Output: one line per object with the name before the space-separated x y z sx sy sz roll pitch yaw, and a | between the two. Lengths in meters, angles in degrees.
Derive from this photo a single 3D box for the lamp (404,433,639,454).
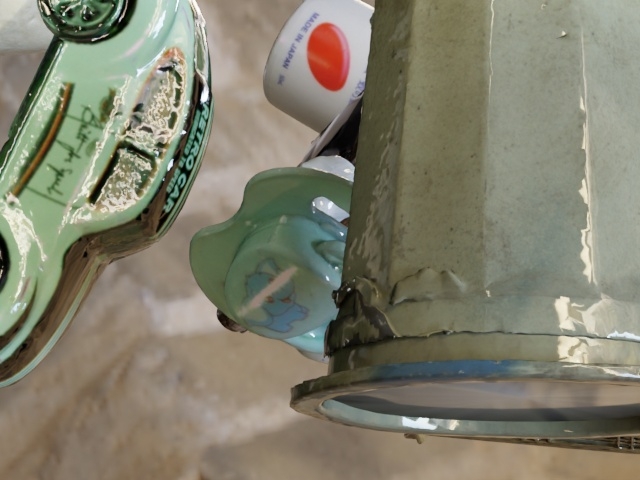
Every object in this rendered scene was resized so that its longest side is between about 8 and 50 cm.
lamp | 0.238 0.149 1.559 0.325 0.089 0.090 3 161 11

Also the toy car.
toy car | -0.144 -0.040 1.035 0.125 0.306 0.136 21 169 3

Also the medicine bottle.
medicine bottle | 0.117 -0.102 1.555 0.341 0.130 0.130 32 -156 20

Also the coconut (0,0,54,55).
coconut | -0.298 -0.260 1.542 0.202 0.222 0.202 -40 -162 16

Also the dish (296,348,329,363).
dish | 0.048 0.015 1.369 0.190 0.191 0.066 -10 142 13

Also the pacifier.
pacifier | 0.000 0.000 0.974 0.150 0.127 0.116 -52 -171 45

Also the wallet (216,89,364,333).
wallet | 0.007 -0.035 1.138 0.230 0.042 0.124 -46 -157 44

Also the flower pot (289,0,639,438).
flower pot | 0.091 -0.014 0.788 0.212 0.202 0.212 0 163 0
